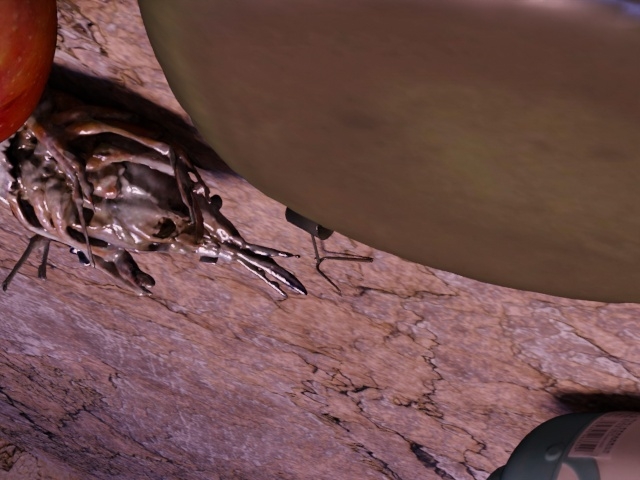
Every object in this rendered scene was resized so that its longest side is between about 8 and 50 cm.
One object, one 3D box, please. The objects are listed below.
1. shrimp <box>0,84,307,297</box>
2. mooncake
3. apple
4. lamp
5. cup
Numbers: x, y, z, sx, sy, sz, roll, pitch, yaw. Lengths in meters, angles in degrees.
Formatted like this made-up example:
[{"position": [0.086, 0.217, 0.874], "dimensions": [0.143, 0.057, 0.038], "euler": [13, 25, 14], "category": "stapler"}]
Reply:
[{"position": [-0.190, -0.027, 1.253], "dimensions": [0.372, 0.172, 0.137], "euler": [35, -166, 6], "category": "shrimp"}, {"position": [0.099, -0.117, 0.677], "dimensions": [0.357, 0.194, 0.356], "euler": [15, 159, 6], "category": "mooncake"}, {"position": [-0.272, -0.159, 1.037], "dimensions": [0.201, 0.162, 0.201], "euler": [25, 171, 4], "category": "apple"}, {"position": [-0.001, -0.001, 1.336], "dimensions": [0.054, 0.041, 0.121], "euler": [19, 159, 30], "category": "lamp"}, {"position": [0.335, 0.274, 1.470], "dimensions": [0.290, 0.219, 0.258], "euler": [-4, -179, -41], "category": "cup"}]
